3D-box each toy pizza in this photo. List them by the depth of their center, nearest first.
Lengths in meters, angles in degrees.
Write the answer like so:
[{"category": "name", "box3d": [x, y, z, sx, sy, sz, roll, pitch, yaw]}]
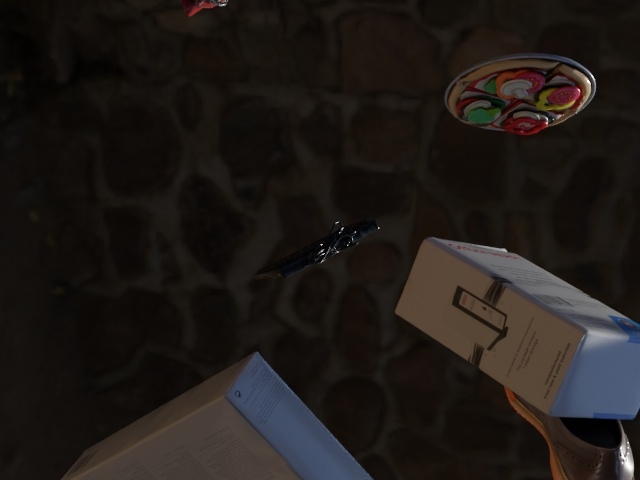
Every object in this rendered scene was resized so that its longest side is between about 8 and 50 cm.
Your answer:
[{"category": "toy pizza", "box3d": [0.267, -0.188, 1.632, 0.201, 0.201, 0.032, 63, 24, -65]}]

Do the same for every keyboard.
[{"category": "keyboard", "box3d": [0.000, 0.000, 1.624, 0.192, 0.100, 0.038, -29, 104, -39]}]

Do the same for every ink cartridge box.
[{"category": "ink cartridge box", "box3d": [0.194, 0.080, 1.133, 0.148, 0.203, 0.086, 10, 107, -44]}]

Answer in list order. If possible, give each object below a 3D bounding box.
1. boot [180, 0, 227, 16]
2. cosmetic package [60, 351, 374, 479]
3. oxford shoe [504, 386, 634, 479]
[{"category": "boot", "box3d": [-0.014, -0.224, 0.962, 0.176, 0.244, 0.088, -52, -159, 26]}, {"category": "cosmetic package", "box3d": [-0.122, 0.331, 1.529, 0.284, 0.377, 0.097, 50, 39, -10]}, {"category": "oxford shoe", "box3d": [0.343, 0.205, 1.677, 0.364, 0.130, 0.133, -113, -165, -52]}]
